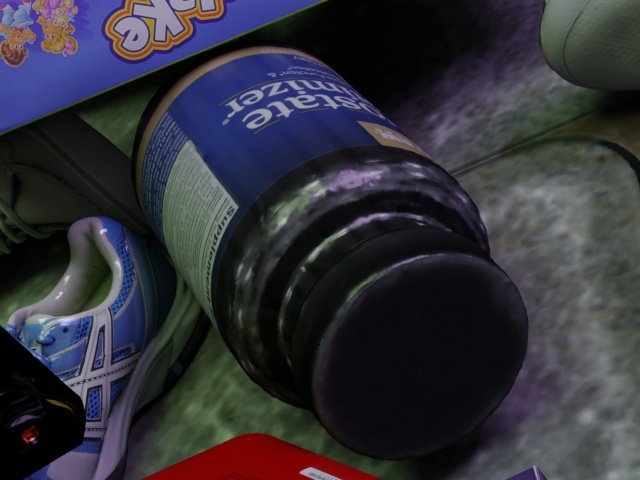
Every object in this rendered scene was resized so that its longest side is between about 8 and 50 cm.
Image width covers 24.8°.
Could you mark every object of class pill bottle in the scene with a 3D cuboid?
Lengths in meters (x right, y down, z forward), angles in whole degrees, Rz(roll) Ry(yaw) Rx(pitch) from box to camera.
[{"bbox_3d":[0.000,0.000,0.651,0.123,0.123,0.219,-38,35,-2],"label":"pill bottle"}]

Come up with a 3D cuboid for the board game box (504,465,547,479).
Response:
[{"bbox_3d":[0.037,0.175,0.481,0.141,0.048,0.170,-29,35,13],"label":"board game box"}]

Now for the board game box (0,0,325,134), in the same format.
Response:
[{"bbox_3d":[-0.072,-0.153,0.790,0.347,0.078,0.233,-24,14,-12],"label":"board game box"}]

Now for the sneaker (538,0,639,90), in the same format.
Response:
[{"bbox_3d":[0.207,-0.095,0.610,0.262,0.099,0.121,-10,47,35],"label":"sneaker"}]

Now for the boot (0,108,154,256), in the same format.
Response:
[{"bbox_3d":[-0.180,-0.015,0.869,0.123,0.095,0.258,-51,28,-10],"label":"boot"}]

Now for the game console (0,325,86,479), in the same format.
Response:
[{"bbox_3d":[-0.281,0.126,0.581,0.361,0.044,0.213,-29,21,-28],"label":"game console"}]

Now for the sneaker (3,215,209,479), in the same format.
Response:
[{"bbox_3d":[-0.134,0.080,0.710,0.080,0.081,0.211,-5,47,36],"label":"sneaker"}]

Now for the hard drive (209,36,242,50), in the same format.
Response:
[{"bbox_3d":[-0.224,-0.207,1.027,0.353,0.047,0.233,-1,42,4],"label":"hard drive"}]

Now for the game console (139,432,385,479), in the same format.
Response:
[{"bbox_3d":[-0.024,0.141,0.520,0.124,0.085,0.144,-20,21,-35],"label":"game console"}]
